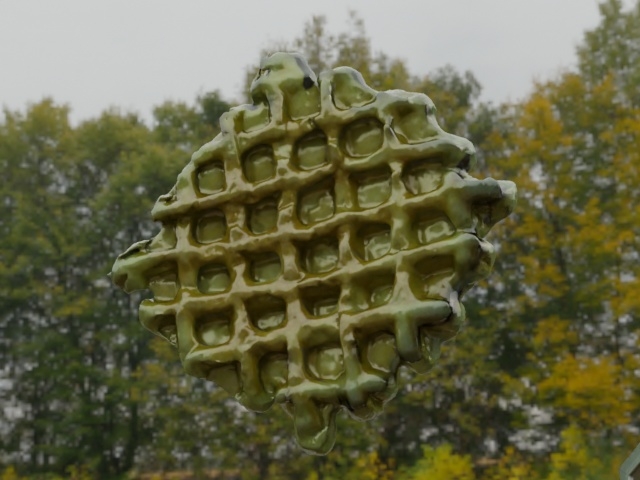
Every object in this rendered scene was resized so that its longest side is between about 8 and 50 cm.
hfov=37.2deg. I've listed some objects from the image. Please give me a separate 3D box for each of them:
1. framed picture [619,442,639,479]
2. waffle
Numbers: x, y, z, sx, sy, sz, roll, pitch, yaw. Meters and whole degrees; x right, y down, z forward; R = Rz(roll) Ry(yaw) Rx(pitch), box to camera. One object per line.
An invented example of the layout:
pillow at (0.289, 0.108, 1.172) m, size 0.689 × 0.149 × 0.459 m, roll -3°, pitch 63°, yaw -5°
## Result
framed picture at (0.270, 0.217, 0.610) m, size 0.019 × 0.296 × 0.232 m, roll 10°, pitch -44°, yaw -6°
waffle at (0.001, 0.001, 0.582) m, size 0.204 × 0.223 × 0.054 m, roll 34°, pitch -6°, yaw 23°
